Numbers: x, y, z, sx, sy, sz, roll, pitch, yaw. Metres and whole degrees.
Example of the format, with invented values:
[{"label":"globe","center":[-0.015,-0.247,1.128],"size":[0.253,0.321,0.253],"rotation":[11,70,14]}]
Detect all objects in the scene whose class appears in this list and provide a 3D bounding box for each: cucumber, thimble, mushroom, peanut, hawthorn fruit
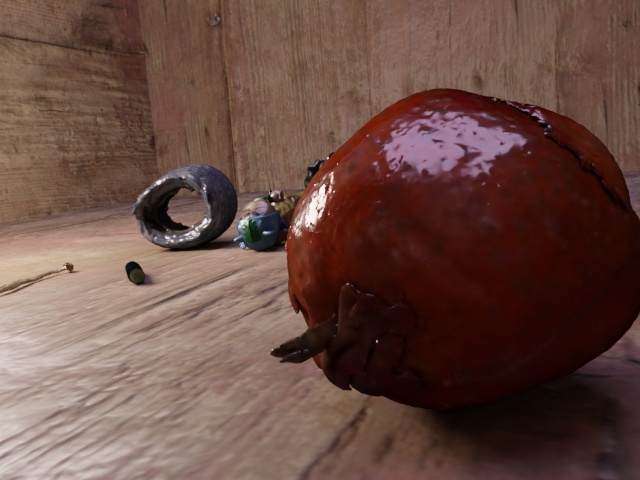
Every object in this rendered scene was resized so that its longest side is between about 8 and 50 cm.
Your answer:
[{"label":"cucumber","center":[-0.360,0.059,1.212],"size":[0.032,0.032,0.133],"rotation":[-8,8,-20]},{"label":"thimble","center":[-0.337,-0.083,1.567],"size":[0.237,0.205,0.172],"rotation":[-6,9,14]},{"label":"mushroom","center":[-0.580,0.082,1.233],"size":[0.026,0.028,0.286],"rotation":[40,18,6]},{"label":"peanut","center":[-0.061,-0.073,1.647],"size":[0.233,0.110,0.197],"rotation":[-8,-4,-24]},{"label":"hawthorn fruit","center":[0.083,0.022,0.509],"size":[0.308,0.275,0.276],"rotation":[-27,18,-27]}]

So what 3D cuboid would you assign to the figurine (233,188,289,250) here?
[{"label":"figurine","center":[-0.128,-0.047,1.466],"size":[0.114,0.144,0.178],"rotation":[3,-1,23]}]

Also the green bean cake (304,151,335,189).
[{"label":"green bean cake","center":[0.173,-0.045,0.999],"size":[0.319,0.217,0.335],"rotation":[1,12,32]}]

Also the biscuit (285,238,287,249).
[{"label":"biscuit","center":[0.000,0.000,1.414],"size":[0.142,0.028,0.221],"rotation":[2,11,32]}]
